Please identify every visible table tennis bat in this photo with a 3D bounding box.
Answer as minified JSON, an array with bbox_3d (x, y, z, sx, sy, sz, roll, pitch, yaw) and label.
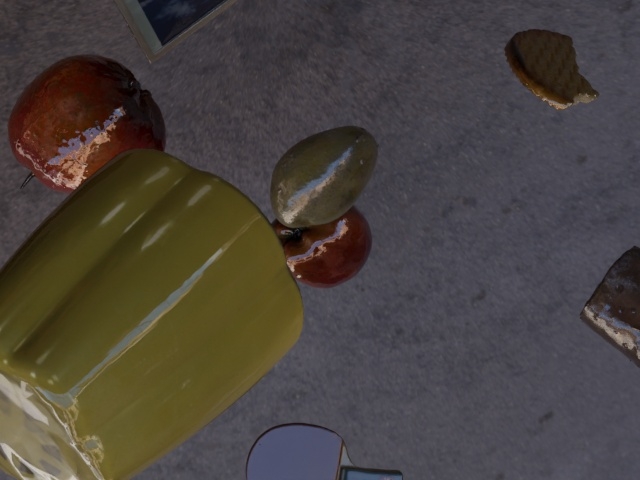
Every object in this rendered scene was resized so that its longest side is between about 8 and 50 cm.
[{"bbox_3d":[0.009,0.390,1.343,0.274,0.021,0.154,10,86,-14],"label":"table tennis bat"}]

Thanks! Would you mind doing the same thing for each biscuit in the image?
[{"bbox_3d":[0.380,-0.280,1.296,0.176,0.228,0.031,39,132,15],"label":"biscuit"}]

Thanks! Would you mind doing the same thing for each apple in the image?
[{"bbox_3d":[0.002,-0.001,1.799,0.234,0.234,0.234,-1,110,-4],"label":"apple"}]

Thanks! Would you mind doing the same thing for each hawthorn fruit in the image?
[{"bbox_3d":[-0.422,-0.173,1.393,0.300,0.254,0.254,-41,108,16],"label":"hawthorn fruit"}]

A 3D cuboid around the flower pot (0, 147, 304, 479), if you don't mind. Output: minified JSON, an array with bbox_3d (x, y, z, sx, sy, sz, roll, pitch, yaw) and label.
[{"bbox_3d":[-0.137,0.064,0.527,0.195,0.179,0.195,19,131,23],"label":"flower pot"}]

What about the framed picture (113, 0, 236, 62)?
[{"bbox_3d":[-0.241,-0.473,1.434,0.281,0.019,0.209,-41,144,-10],"label":"framed picture"}]

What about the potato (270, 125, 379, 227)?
[{"bbox_3d":[0.004,-0.120,1.482,0.235,0.178,0.160,-38,101,8],"label":"potato"}]

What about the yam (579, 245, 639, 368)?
[{"bbox_3d":[0.432,0.131,0.889,0.279,0.131,0.131,41,105,22],"label":"yam"}]
